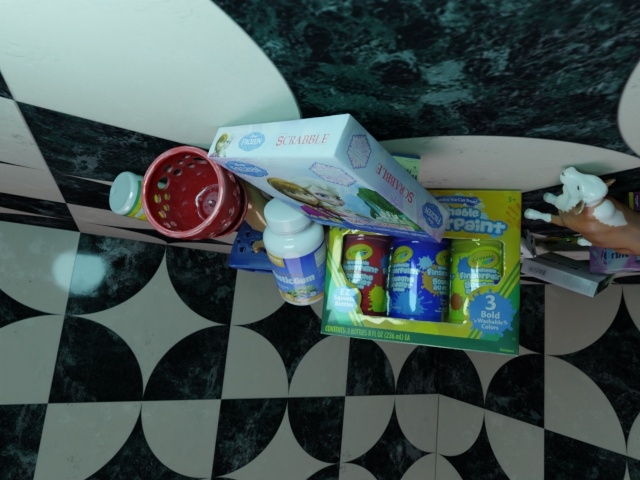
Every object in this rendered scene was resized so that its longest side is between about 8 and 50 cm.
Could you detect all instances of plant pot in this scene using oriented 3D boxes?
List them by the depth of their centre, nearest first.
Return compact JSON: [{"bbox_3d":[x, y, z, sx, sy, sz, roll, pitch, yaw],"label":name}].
[{"bbox_3d":[-0.263,-0.090,0.886,0.191,0.191,0.174,3,174,14],"label":"plant pot"},{"bbox_3d":[-0.146,0.004,1.330,0.236,0.212,0.236,4,170,10],"label":"plant pot"}]

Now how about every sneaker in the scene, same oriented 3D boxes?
[{"bbox_3d":[0.632,0.022,1.352,0.153,0.094,0.235,-11,174,33],"label":"sneaker"}]

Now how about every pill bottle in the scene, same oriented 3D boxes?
[{"bbox_3d":[-0.060,0.024,1.014,0.152,0.152,0.272,3,132,16],"label":"pill bottle"},{"bbox_3d":[-0.460,-0.107,1.120,0.118,0.117,0.208,-1,169,36],"label":"pill bottle"}]

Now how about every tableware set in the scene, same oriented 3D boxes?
[{"bbox_3d":[0.811,0.006,1.381,0.104,0.024,0.154,10,170,-26],"label":"tableware set"}]

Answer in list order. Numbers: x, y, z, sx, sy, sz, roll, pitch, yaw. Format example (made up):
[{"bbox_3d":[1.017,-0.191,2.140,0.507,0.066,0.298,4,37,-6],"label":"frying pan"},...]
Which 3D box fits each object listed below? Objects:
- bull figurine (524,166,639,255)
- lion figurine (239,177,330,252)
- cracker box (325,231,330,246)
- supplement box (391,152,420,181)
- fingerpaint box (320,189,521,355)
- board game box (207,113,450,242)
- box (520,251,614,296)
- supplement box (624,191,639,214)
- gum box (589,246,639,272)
[{"bbox_3d":[0.563,-0.050,0.833,0.310,0.101,0.188,26,-179,-20],"label":"bull figurine"},{"bbox_3d":[-0.162,-0.077,1.082,0.240,0.142,0.392,-18,153,37],"label":"lion figurine"},{"bbox_3d":[0.000,0.000,1.682,0.232,0.067,0.156,10,170,-30],"label":"cracker box"},{"bbox_3d":[0.157,-0.118,0.795,0.056,0.083,0.083,7,171,-2],"label":"supplement box"},{"bbox_3d":[0.244,0.068,0.998,0.445,0.371,0.163,4,171,15],"label":"fingerpaint box"},{"bbox_3d":[0.015,-0.099,0.715,0.319,0.065,0.318,11,167,45],"label":"board game box"},{"bbox_3d":[0.896,0.113,1.444,0.322,0.058,0.232,-6,-157,-45],"label":"box"},{"bbox_3d":[0.703,-0.078,0.853,0.083,0.043,0.055,0,168,29],"label":"supplement box"},{"bbox_3d":[0.951,0.046,1.278,0.062,0.107,0.188,5,171,-1],"label":"gum box"}]
